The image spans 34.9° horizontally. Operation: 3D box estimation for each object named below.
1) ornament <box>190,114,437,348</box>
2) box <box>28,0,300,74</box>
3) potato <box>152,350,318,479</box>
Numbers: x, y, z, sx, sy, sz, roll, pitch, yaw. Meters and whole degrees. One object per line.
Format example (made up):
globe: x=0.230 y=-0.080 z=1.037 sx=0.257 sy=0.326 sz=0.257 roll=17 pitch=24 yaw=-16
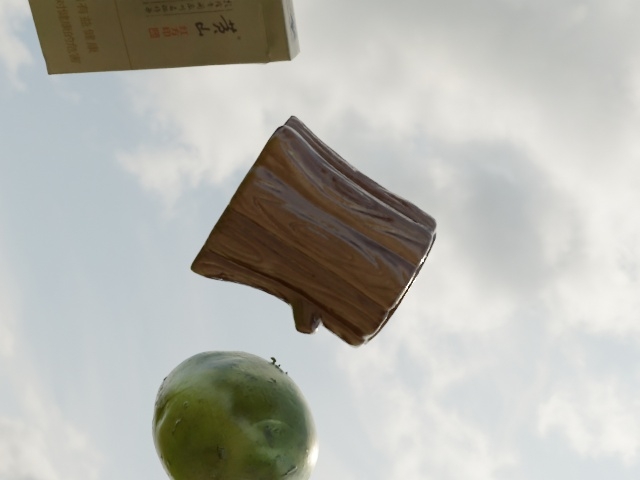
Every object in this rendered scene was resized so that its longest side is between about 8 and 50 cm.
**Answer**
ornament: x=0.000 y=0.000 z=1.161 sx=0.217 sy=0.221 sz=0.235 roll=33 pitch=-28 yaw=-1
box: x=-0.217 y=-0.328 z=1.341 sx=0.365 sy=0.051 sz=0.205 roll=0 pitch=-63 yaw=18
potato: x=-0.118 y=0.249 z=1.345 sx=0.216 sy=0.216 sz=0.304 roll=66 pitch=-20 yaw=-12
